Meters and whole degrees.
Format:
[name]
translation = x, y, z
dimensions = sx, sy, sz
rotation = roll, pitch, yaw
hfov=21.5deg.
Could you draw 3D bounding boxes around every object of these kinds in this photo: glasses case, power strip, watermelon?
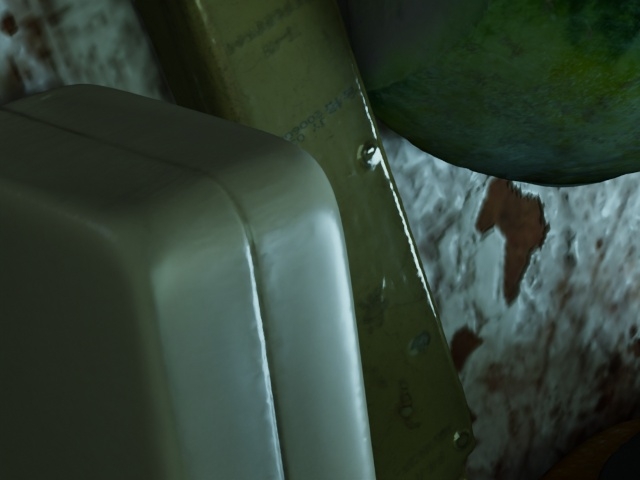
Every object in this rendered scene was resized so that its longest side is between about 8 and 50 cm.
[glasses case]
translation = -0.047, 0.121, 0.568
dimensions = 0.076, 0.144, 0.336
rotation = -26, 121, -36
[power strip]
translation = 0.000, 0.000, 0.646
dimensions = 0.064, 0.044, 0.305
rotation = -39, 125, -29
[watermelon]
translation = 0.154, -0.136, 0.689
dimensions = 0.305, 0.180, 0.224
rotation = -14, 156, -44

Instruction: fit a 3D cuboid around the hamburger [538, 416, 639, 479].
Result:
[hamburger]
translation = 0.250, 0.219, 0.748
dimensions = 0.330, 0.330, 0.250
rotation = -21, 113, -38
